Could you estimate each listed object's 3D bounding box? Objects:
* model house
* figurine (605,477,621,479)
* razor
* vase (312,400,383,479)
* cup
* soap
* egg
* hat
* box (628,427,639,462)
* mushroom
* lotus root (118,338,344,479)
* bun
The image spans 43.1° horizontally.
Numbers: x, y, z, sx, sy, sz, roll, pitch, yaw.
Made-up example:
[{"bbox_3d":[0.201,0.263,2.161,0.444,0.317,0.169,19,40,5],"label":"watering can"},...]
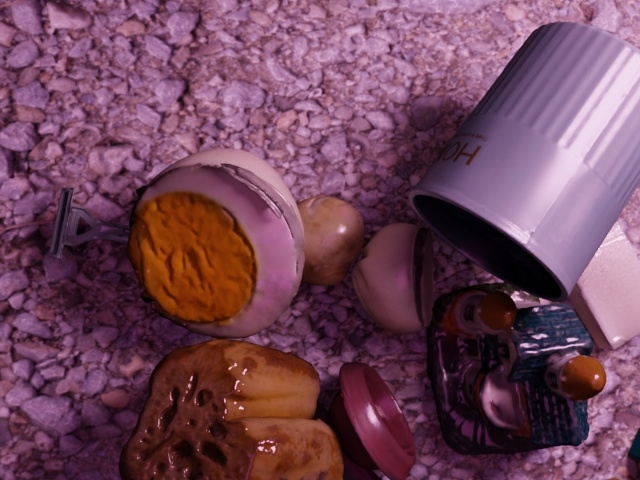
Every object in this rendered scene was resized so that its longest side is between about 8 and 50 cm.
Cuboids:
[{"bbox_3d":[0.293,0.194,1.187,0.190,0.301,0.272,-4,85,-11],"label":"model house"},{"bbox_3d":[0.466,0.489,1.196,0.194,0.274,0.133,-41,112,18],"label":"figurine"},{"bbox_3d":[-0.277,-0.004,1.282,0.277,0.056,0.111,10,86,-10],"label":"razor"},{"bbox_3d":[0.034,0.346,1.259,0.214,0.086,0.086,44,84,-4],"label":"vase"},{"bbox_3d":[0.325,-0.102,1.166,0.256,0.331,0.311,34,83,21],"label":"cup"},{"bbox_3d":[0.466,0.071,1.317,0.121,0.064,0.183,-29,89,-7],"label":"soap"},{"bbox_3d":[-0.137,-0.003,1.198,0.264,0.174,0.286,18,115,8],"label":"egg"},{"bbox_3d":[0.068,0.276,1.211,0.089,0.205,0.205,-31,88,11],"label":"hat"},{"bbox_3d":[0.626,0.277,1.298,0.153,0.092,0.245,27,84,-2],"label":"box"},{"bbox_3d":[0.000,0.000,1.265,0.148,0.112,0.148,-9,65,21],"label":"mushroom"},{"bbox_3d":[-0.116,0.279,1.128,0.316,0.250,0.316,-7,71,22],"label":"lotus root"},{"bbox_3d":[0.110,0.059,1.243,0.119,0.173,0.173,-2,85,15],"label":"bun"}]
